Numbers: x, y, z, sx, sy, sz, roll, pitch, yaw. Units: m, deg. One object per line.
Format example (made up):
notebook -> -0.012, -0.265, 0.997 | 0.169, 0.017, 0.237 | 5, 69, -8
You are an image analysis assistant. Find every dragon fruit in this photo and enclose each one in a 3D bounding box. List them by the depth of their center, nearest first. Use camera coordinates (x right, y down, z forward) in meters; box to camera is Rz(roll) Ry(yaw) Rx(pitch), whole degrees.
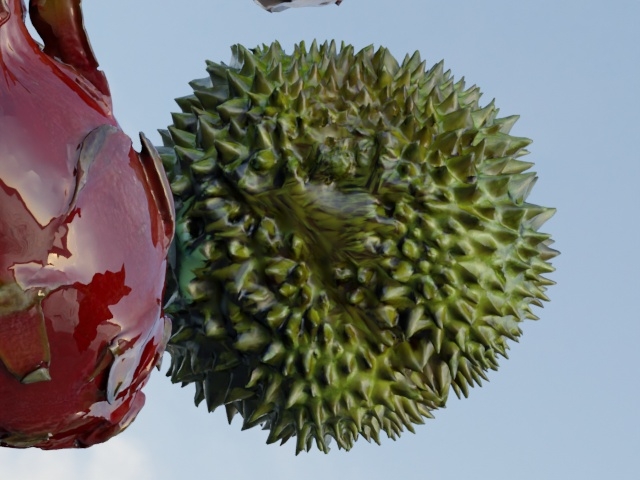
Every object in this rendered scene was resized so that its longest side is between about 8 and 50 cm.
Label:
dragon fruit -> -0.090, -0.031, 0.461 | 0.094, 0.094, 0.190 | 5, -69, 41

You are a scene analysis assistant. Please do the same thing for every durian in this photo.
durian -> -0.003, -0.001, 1.144 | 0.291, 0.225, 0.291 | 5, -82, 46

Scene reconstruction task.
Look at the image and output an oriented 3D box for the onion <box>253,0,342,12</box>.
onion -> 0.002, -0.222, 1.173 | 0.150, 0.150, 0.140 | -19, -79, 56
